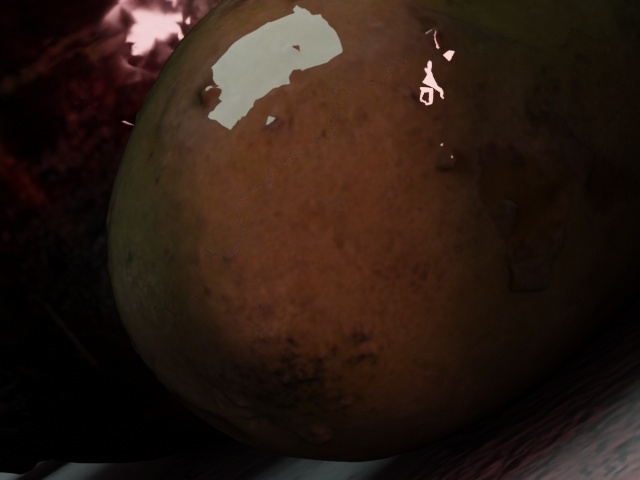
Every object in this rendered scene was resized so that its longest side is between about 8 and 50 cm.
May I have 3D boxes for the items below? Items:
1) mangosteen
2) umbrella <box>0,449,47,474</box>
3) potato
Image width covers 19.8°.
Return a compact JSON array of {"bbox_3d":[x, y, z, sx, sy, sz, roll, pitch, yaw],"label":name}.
[{"bbox_3d":[-0.105,-0.059,0.792,0.330,0.330,0.330,-31,6,3],"label":"mangosteen"},{"bbox_3d":[-0.207,0.098,0.994,0.272,0.110,0.122,-36,47,-23],"label":"umbrella"},{"bbox_3d":[0.045,-0.029,0.572,0.165,0.165,0.262,-27,2,39],"label":"potato"}]
